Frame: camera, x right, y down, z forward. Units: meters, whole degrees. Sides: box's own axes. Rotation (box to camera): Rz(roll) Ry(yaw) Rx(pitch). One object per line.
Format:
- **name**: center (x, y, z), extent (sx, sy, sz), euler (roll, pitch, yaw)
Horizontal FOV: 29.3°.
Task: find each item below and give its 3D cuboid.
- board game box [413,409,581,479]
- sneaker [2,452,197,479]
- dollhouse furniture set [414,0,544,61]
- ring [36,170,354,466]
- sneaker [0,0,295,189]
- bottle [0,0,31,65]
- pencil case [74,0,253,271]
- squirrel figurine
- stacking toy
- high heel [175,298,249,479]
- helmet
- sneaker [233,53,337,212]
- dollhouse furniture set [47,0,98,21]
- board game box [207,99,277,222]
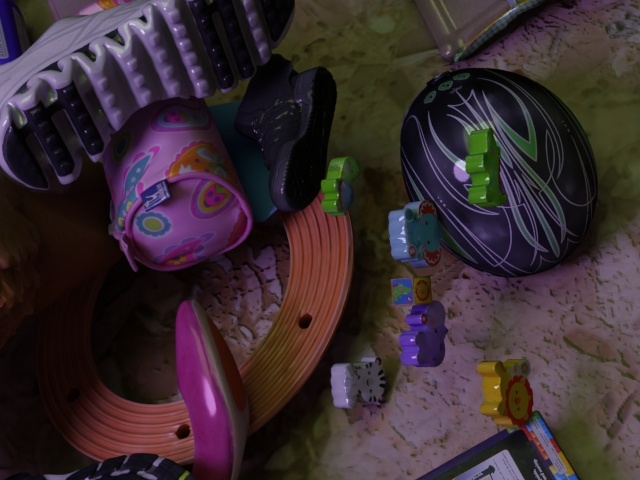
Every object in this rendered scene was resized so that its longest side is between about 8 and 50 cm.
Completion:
- **board game box**: center (0.141, 0.231, 0.886), extent (0.141, 0.048, 0.170), euler (-30, 51, 5)
- **sneaker**: center (-0.175, 0.244, 0.942), extent (0.300, 0.121, 0.111), euler (-12, 24, 43)
- **dollhouse furniture set**: center (0.176, -0.334, 1.240), extent (0.198, 0.151, 0.301), euler (-35, 66, 26)
- **ring**: center (-0.116, 0.052, 1.113), extent (0.337, 0.032, 0.336), euler (-17, 52, 23)
- **sneaker**: center (-0.154, -0.159, 1.005), extent (0.292, 0.110, 0.118), euler (-31, 44, -20)
- **bottle**: center (-0.370, -0.163, 1.352), extent (0.118, 0.092, 0.282), euler (-28, 51, 6)
- **pencil case**: center (-0.155, -0.099, 1.098), extent (0.124, 0.124, 0.284), euler (-28, 50, 5)
- **squirrel figurine**: center (-0.378, 0.059, 1.049), extent (0.370, 0.281, 0.397), euler (-41, 26, 18)
- **stacking toy**: center (0.080, 0.032, 0.955), extent (0.167, 0.052, 0.221), euler (-5, 89, 44)
- **high heel**: center (-0.108, 0.174, 0.963), extent (0.117, 0.082, 0.244), euler (-16, 93, 7)
- **helmet**: center (0.148, -0.055, 1.013), extent (0.169, 0.169, 0.161), euler (-32, 34, 2)
- **sneaker**: center (-0.037, -0.094, 1.057), extent (0.089, 0.051, 0.170), euler (-7, 56, 35)
- **dollhouse furniture set**: center (-0.216, -0.333, 1.398), extent (0.212, 0.161, 0.242), euler (0, 36, 24)
- **board game box**: center (-0.069, -0.066, 1.120), extent (0.169, 0.033, 0.133), euler (-6, 61, 35)
